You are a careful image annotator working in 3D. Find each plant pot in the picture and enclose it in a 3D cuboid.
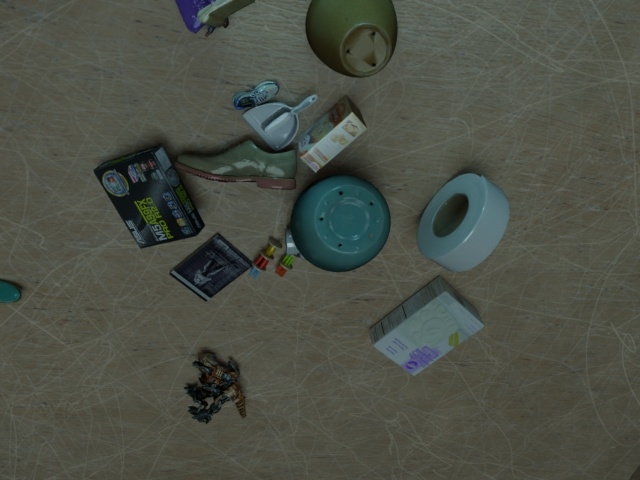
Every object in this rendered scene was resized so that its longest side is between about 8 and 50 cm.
[{"bbox_3d":[0.089,-0.490,1.363,0.237,0.254,0.237,-3,124,-4],"label":"plant pot"},{"bbox_3d":[0.065,-0.051,1.583,0.293,0.235,0.293,0,90,-5],"label":"plant pot"}]

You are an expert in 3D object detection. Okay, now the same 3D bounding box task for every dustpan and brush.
[{"bbox_3d":[-0.095,-0.343,1.552,0.211,0.060,0.147,-34,121,16],"label":"dustpan and brush"}]

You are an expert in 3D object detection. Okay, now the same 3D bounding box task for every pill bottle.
[{"bbox_3d":[0.000,0.000,1.753,0.215,0.117,0.117,-2,123,-5],"label":"pill bottle"}]

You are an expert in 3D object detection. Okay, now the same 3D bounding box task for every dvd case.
[{"bbox_3d":[-0.354,0.091,1.834,0.221,0.018,0.164,-37,120,16],"label":"dvd case"}]

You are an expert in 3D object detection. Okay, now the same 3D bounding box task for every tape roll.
[{"bbox_3d":[0.416,-0.053,1.663,0.100,0.286,0.286,30,115,-21],"label":"tape roll"}]

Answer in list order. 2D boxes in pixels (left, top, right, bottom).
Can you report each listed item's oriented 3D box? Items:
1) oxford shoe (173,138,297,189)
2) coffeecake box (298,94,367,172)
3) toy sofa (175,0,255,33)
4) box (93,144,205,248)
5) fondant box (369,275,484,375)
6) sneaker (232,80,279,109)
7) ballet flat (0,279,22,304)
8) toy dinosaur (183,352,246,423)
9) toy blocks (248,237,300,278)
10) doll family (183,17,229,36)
[{"bbox_3d":[-0.236,-0.226,1.601,0.348,0.123,0.130,6,99,-8],"label":"oxford shoe"},{"bbox_3d":[0.029,-0.293,1.549,0.185,0.142,0.068,-39,118,18],"label":"coffeecake box"},{"bbox_3d":[-0.306,-0.647,1.222,0.177,0.150,0.362,-25,104,9],"label":"toy sofa"},{"bbox_3d":[-0.483,-0.118,1.604,0.216,0.060,0.270,-11,118,23],"label":"box"},{"bbox_3d":[0.376,0.311,2.009,0.330,0.096,0.238,-41,118,20],"label":"fondant box"},{"bbox_3d":[-0.172,-0.383,1.520,0.135,0.058,0.052,-22,123,8],"label":"sneaker"},{"bbox_3d":[-1.063,0.157,1.783,0.232,0.080,0.073,17,147,-14],"label":"ballet flat"},{"bbox_3d":[-0.372,0.555,2.066,0.218,0.164,0.322,-35,99,-3],"label":"toy dinosaur"},{"bbox_3d":[-0.153,0.077,1.820,0.123,0.054,0.148,28,113,-21],"label":"toy blocks"},{"bbox_3d":[-0.270,-0.598,1.366,0.111,0.076,0.193,5,127,-14],"label":"doll family"}]
